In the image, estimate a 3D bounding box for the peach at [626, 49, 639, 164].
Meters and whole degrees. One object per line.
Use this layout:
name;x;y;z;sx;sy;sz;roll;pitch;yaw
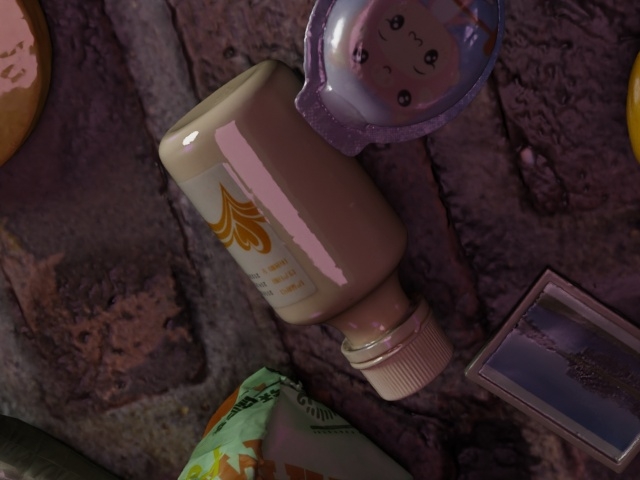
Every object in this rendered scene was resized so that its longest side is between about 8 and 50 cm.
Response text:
peach;0.269;-0.086;0.906;0.138;0.138;0.138;2;110;5

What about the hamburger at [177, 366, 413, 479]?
hamburger;-0.014;0.228;1.006;0.125;0.214;0.235;-28;110;26

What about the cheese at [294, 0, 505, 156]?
cheese;0.081;-0.161;0.911;0.135;0.052;0.245;41;92;-26

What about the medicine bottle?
medicine bottle;0.000;0.000;0.970;0.114;0.114;0.252;-34;103;16

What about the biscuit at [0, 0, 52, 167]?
biscuit;-0.372;-0.121;0.999;0.355;0.052;0.275;-4;109;8

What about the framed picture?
framed picture;0.201;0.100;1.039;0.149;0.011;0.109;32;110;-6

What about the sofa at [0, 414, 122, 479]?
sofa;-0.233;0.283;1.062;0.225;0.176;0.210;34;110;-7
